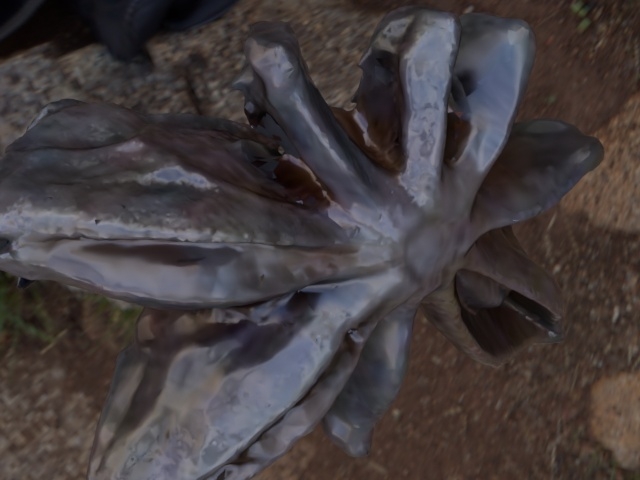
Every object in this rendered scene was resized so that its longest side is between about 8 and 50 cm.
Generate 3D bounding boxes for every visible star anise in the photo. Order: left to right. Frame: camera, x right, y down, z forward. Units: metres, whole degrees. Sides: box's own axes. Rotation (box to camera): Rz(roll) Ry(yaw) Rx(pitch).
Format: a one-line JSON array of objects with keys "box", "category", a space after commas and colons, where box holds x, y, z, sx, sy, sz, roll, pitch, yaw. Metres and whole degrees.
[{"box": [-0.004, 0.001, 0.555, 0.110, 0.258, 0.198, 41, 143, 44], "category": "star anise"}]
